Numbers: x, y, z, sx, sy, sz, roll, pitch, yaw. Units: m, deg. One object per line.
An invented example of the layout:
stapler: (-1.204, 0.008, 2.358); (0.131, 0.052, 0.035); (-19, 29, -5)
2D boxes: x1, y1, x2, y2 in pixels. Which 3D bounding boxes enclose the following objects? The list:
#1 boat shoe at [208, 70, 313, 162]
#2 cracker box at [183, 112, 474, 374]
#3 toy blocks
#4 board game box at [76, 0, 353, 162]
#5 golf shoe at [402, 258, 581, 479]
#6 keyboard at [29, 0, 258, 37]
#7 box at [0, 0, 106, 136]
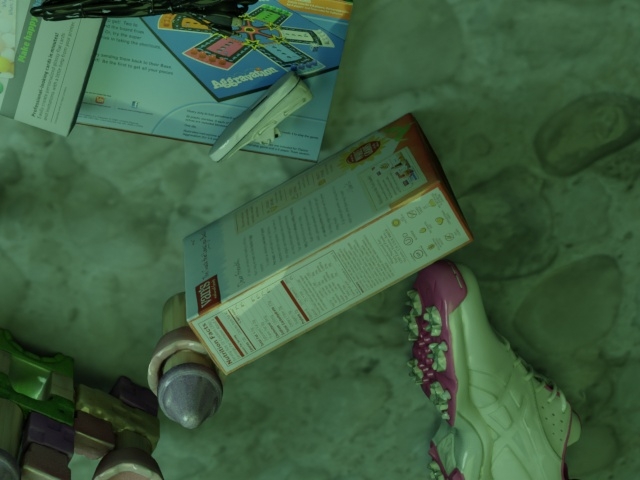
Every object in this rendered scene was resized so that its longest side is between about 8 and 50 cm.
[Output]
boat shoe: (-0.047, -0.094, 1.261); (0.100, 0.035, 0.035); (-43, 109, 6)
cracker box: (0.000, 0.000, 1.273); (0.232, 0.155, 0.067); (-28, 115, 8)
toy blocks: (-0.258, 0.171, 1.267); (0.289, 0.260, 0.309); (26, 109, -17)
board game box: (-0.125, -0.155, 1.259); (0.281, 0.027, 0.145); (9, 114, -10)
golf shoe: (0.159, 0.138, 1.391); (0.140, 0.115, 0.306); (-18, 122, -9)
keyboard: (-0.149, -0.251, 1.139); (0.317, 0.033, 0.201); (-1, 103, 0)
box: (-0.264, -0.179, 1.199); (0.186, 0.038, 0.145); (19, 112, -5)
